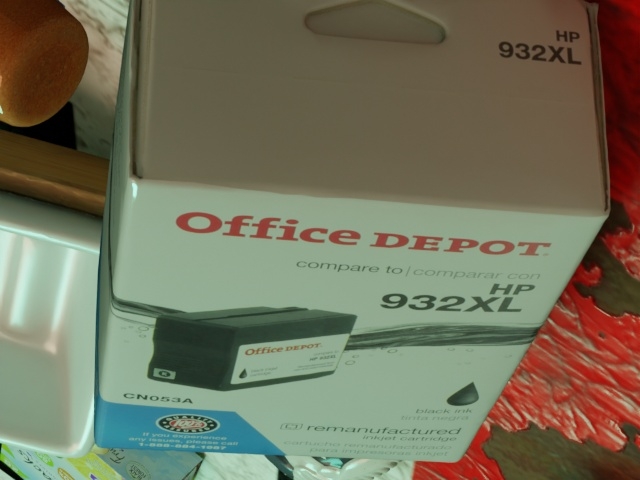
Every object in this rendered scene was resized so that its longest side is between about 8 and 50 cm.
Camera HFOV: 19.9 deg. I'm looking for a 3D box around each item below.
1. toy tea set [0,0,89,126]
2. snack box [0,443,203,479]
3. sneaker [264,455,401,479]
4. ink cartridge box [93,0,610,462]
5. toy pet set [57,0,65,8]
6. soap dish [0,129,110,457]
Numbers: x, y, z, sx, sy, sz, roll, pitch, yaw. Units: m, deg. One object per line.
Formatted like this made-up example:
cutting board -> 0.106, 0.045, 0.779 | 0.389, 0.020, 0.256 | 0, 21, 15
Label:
toy tea set -> -0.160, -0.204, 0.799 | 0.124, 0.200, 0.336 | 33, 115, 25
snack box -> -0.206, 0.202, 1.674 | 0.174, 0.070, 0.207 | 39, 154, 8
sneaker -> -0.042, 0.077, 1.260 | 0.235, 0.094, 0.153 | 25, 157, 50
ink cartridge box -> 0.000, 0.000, 0.954 | 0.223, 0.129, 0.307 | 4, 151, -8
toy pet set -> -0.199, -0.188, 1.136 | 0.114, 0.065, 0.122 | 39, 152, 9
soap dish -> -0.264, 0.018, 1.293 | 0.291, 0.118, 0.229 | 16, 126, -3
